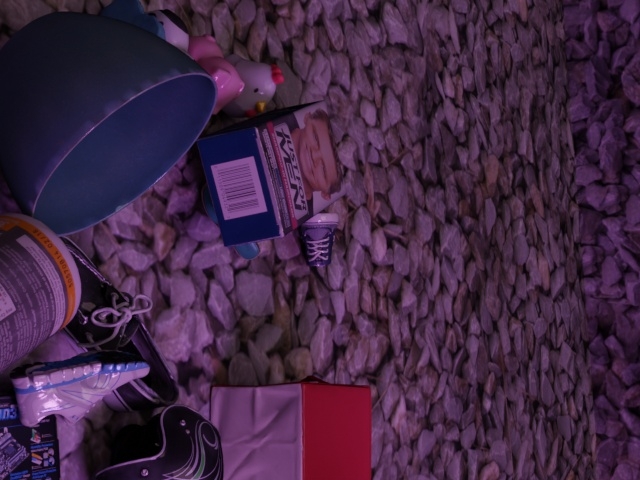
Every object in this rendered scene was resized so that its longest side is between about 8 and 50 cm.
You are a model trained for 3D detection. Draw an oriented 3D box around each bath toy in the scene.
[{"bbox_3d":[-0.179,-0.260,1.795,0.348,0.129,0.152,15,72,-57],"label":"bath toy"}]

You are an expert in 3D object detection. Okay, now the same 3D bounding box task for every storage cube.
[{"bbox_3d":[-0.047,0.317,1.850,0.193,0.183,0.215,13,74,-55],"label":"storage cube"}]

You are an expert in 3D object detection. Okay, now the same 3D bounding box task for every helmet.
[{"bbox_3d":[-0.216,0.319,1.604,0.169,0.169,0.162,54,37,-38],"label":"helmet"}]

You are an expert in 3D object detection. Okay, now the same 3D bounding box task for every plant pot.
[{"bbox_3d":[-0.302,-0.173,1.489,0.195,0.290,0.290,48,32,11],"label":"plant pot"}]

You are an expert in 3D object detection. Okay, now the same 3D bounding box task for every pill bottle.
[{"bbox_3d":[-0.412,0.089,1.328,0.278,0.162,0.162,-41,119,-53],"label":"pill bottle"}]

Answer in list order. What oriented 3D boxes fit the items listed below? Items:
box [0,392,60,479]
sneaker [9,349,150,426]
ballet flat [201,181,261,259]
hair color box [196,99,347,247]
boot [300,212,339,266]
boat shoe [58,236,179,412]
[{"bbox_3d":[-0.404,0.275,1.411,0.220,0.051,0.175,2,82,-58],"label":"box"},{"bbox_3d":[-0.300,0.188,1.480,0.190,0.071,0.083,-8,102,-39],"label":"sneaker"},{"bbox_3d":[-0.145,-0.040,1.894,0.052,0.057,0.168,-100,167,-56],"label":"ballet flat"},{"bbox_3d":[-0.068,-0.116,1.897,0.347,0.105,0.174,-39,117,-68],"label":"hair color box"},{"bbox_3d":[0.000,0.000,2.034,0.190,0.069,0.086,46,43,-84],"label":"boot"},{"bbox_3d":[-0.286,0.111,1.578,0.113,0.104,0.306,-54,129,-47],"label":"boat shoe"}]
